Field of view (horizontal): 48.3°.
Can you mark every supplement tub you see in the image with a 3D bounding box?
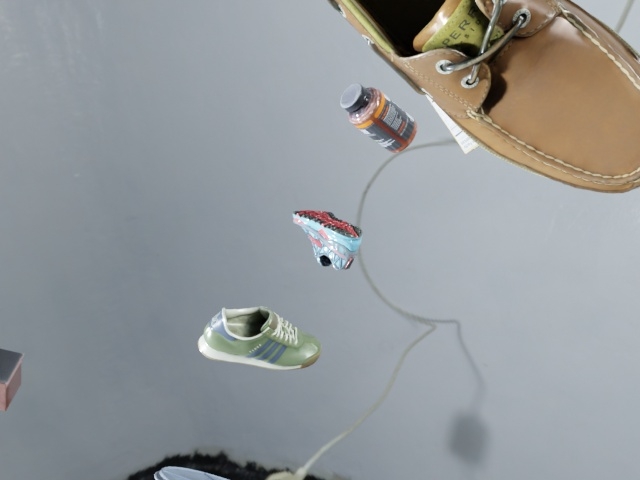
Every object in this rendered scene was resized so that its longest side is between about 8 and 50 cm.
[{"bbox_3d":[0.140,-0.304,1.747,0.106,0.106,0.198,-26,137,37],"label":"supplement tub"}]

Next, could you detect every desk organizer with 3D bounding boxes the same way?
[{"bbox_3d":[-0.404,0.144,0.793,0.130,0.047,0.050,14,126,-5],"label":"desk organizer"}]

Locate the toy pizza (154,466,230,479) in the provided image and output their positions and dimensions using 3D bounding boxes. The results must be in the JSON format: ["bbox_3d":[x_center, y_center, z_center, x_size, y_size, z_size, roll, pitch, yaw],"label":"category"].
[{"bbox_3d":[-0.088,0.295,0.772,0.201,0.201,0.032,15,77,26],"label":"toy pizza"}]

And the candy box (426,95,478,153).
[{"bbox_3d":[0.275,-0.350,1.396,0.316,0.183,0.087,55,153,3],"label":"candy box"}]

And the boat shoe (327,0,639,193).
[{"bbox_3d":[0.089,-0.129,0.450,0.307,0.104,0.111,37,111,9],"label":"boat shoe"}]

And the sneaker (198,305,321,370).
[{"bbox_3d":[-0.077,0.139,1.053,0.064,0.192,0.086,-105,32,-44],"label":"sneaker"}]

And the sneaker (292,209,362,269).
[{"bbox_3d":[0.000,0.000,1.769,0.262,0.104,0.125,32,116,57],"label":"sneaker"}]
